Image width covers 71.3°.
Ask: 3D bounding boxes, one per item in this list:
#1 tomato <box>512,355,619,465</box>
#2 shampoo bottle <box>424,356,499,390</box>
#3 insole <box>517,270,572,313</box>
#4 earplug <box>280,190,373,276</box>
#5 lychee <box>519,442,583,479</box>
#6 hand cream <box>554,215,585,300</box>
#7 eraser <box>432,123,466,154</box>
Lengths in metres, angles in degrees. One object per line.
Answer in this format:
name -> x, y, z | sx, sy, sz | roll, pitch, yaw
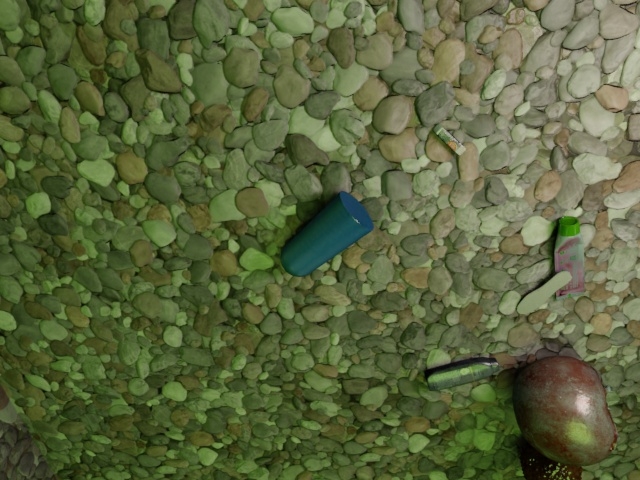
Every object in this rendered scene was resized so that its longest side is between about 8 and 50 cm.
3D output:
tomato -> 0.743, 0.511, 1.354 | 0.283, 0.316, 0.316 | -16, 116, 26
shampoo bottle -> 0.462, 0.433, 1.463 | 0.234, 0.049, 0.087 | -18, 113, 10
insole -> 0.661, 0.157, 1.327 | 0.065, 0.004, 0.197 | 26, 124, -13
earplug -> 0.000, 0.000, 1.222 | 0.273, 0.132, 0.132 | -39, 109, 23
lychee -> 0.798, 0.775, 1.553 | 0.200, 0.200, 0.238 | -22, 105, 12
hand cream -> 0.715, 0.058, 1.277 | 0.079, 0.050, 0.275 | 0, 126, 30
eraser -> 0.329, -0.257, 1.138 | 0.099, 0.019, 0.027 | 37, 112, -17
